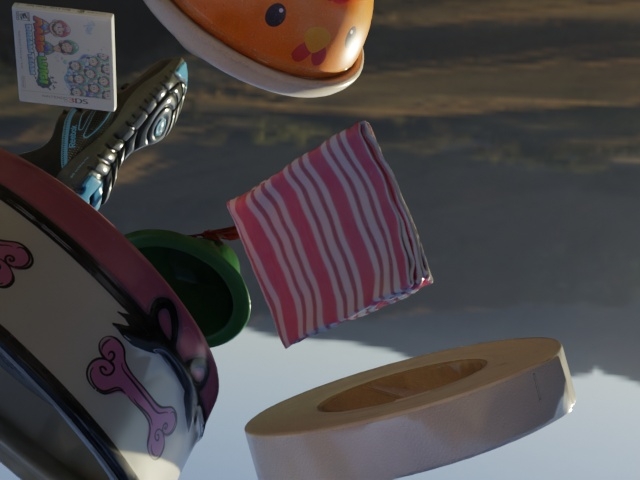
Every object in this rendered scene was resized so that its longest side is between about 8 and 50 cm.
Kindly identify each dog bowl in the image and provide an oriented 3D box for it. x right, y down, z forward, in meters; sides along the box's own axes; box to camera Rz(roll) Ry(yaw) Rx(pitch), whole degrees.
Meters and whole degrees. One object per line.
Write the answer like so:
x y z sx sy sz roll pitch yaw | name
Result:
-0.263 0.081 1.224 0.408 0.150 0.408 33 153 19 | dog bowl

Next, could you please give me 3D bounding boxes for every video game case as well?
-0.365 -0.261 1.945 0.143 0.157 0.019 7 -142 3 | video game case

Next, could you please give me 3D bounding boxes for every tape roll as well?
0.105 0.198 1.589 0.392 0.072 0.392 -15 -178 1 | tape roll

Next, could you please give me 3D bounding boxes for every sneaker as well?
-0.333 -0.186 2.111 0.139 0.341 0.125 26 144 18 | sneaker

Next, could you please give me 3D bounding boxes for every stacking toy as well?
0.004 -0.449 1.684 0.350 0.480 0.351 25 -146 -18 | stacking toy

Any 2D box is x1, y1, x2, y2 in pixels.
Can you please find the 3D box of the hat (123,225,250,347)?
-0.134 0.011 1.632 0.208 0.173 0.183 21 -139 2 | hat

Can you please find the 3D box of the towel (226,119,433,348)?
0.000 0.000 1.134 0.029 0.144 0.197 -17 172 -44 | towel
